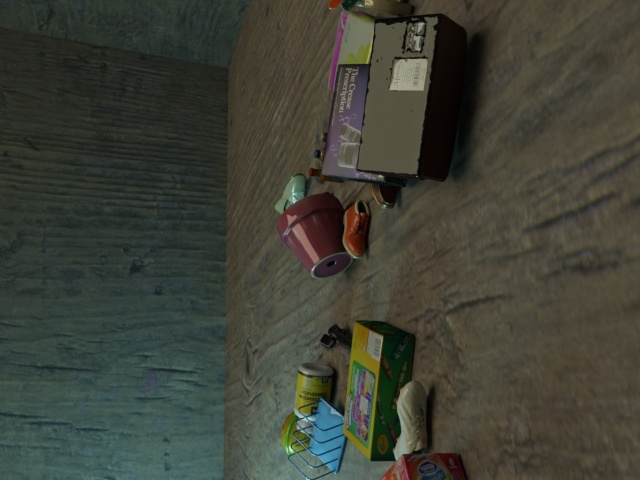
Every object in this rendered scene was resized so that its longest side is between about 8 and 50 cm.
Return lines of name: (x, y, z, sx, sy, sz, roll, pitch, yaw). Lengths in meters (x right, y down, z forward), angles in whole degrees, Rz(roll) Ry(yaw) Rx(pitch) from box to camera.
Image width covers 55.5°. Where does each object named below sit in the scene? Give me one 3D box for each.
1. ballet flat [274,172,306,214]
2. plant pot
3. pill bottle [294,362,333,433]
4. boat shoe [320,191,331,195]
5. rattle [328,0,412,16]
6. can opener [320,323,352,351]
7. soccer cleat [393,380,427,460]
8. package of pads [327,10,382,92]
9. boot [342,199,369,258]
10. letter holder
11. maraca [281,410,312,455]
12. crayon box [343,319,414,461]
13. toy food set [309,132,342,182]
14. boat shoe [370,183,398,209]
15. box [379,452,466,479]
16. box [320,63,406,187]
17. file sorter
ballet flat: (-0.097, -0.152, 2.185, 0.248, 0.086, 0.086, 128, 142, -60)
plant pot: (0.000, 0.000, 1.702, 0.180, 0.201, 0.201, 65, 148, 29)
pill bottle: (-0.022, 0.453, 1.750, 0.103, 0.103, 0.184, -163, 78, -70)
boat shoe: (-0.014, -0.067, 1.932, 0.073, 0.073, 0.207, -50, -7, -45)
rattle: (0.128, -0.608, 1.444, 0.130, 0.199, 0.143, -107, 29, -47)
can opener: (0.067, 0.274, 1.624, 0.073, 0.059, 0.186, -60, 27, -9)
soccer cleat: (0.190, 0.378, 1.228, 0.076, 0.068, 0.197, -141, 51, -61)
package of pads: (0.116, -0.472, 1.598, 0.297, 0.101, 0.229, -120, 38, -57)
boot: (0.099, -0.032, 1.604, 0.085, 0.059, 0.158, 131, 142, -51)
letter holder: (0.211, -0.275, 1.244, 0.151, 0.214, 0.302, 11, 96, 39)
maraca: (-0.061, 0.557, 1.835, 0.099, 0.127, 0.186, 11, 87, 28)
crayon box: (0.128, 0.334, 1.382, 0.165, 0.081, 0.279, -168, 83, -71)
toy food set: (0.050, -0.257, 1.724, 0.232, 0.104, 0.111, 136, 136, -62)
boat shoe: (0.157, -0.162, 1.453, 0.060, 0.064, 0.178, 129, 145, -61)
box: (0.173, 0.515, 1.144, 0.128, 0.122, 0.257, -104, 27, -42)
box: (0.117, -0.264, 1.395, 0.184, 0.103, 0.262, 10, 93, 34)
file sorter: (-0.008, 0.536, 1.636, 0.118, 0.104, 0.171, 29, 115, 43)
